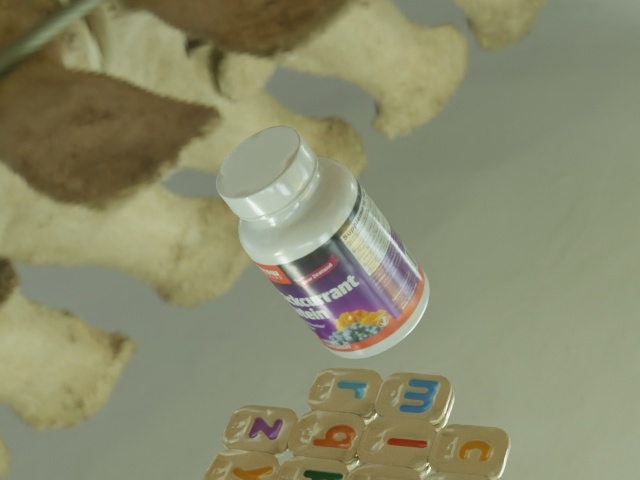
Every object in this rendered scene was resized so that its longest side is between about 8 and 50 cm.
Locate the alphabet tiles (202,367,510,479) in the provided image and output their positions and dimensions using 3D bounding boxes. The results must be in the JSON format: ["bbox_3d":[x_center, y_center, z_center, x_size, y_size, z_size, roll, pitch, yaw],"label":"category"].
[{"bbox_3d":[0.022,0.226,1.306,0.278,0.021,0.284,2,-138,22],"label":"alphabet tiles"}]

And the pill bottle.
[{"bbox_3d":[0.000,0.000,1.193,0.108,0.193,0.108,-25,-144,20],"label":"pill bottle"}]
